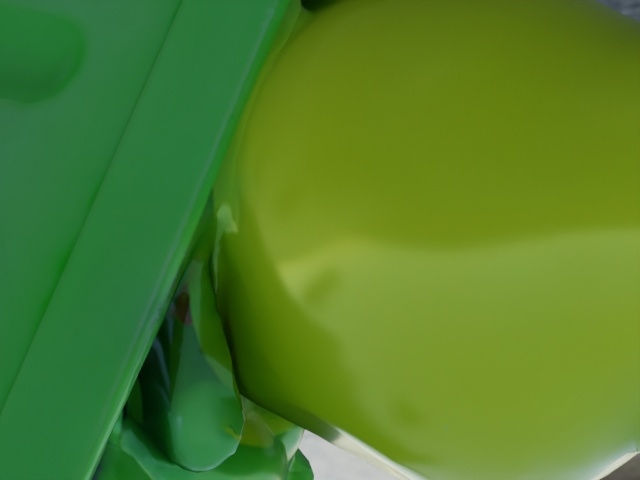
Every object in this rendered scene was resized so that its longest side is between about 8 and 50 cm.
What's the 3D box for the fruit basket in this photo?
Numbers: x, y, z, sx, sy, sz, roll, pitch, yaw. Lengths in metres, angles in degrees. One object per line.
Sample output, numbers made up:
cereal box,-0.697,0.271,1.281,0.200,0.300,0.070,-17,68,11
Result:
fruit basket,0.000,0.000,0.532,0.392,0.392,0.283,-6,156,0
